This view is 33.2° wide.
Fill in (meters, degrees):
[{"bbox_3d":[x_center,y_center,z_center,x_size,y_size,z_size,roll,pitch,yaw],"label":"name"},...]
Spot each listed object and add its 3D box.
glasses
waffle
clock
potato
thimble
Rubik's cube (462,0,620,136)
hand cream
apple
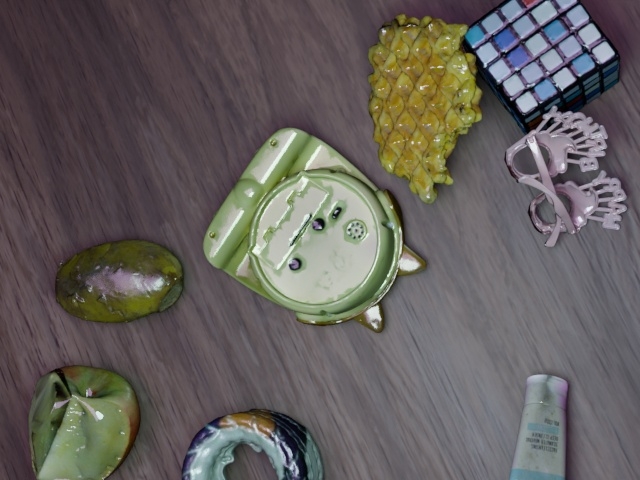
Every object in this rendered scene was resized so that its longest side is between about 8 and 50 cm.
[{"bbox_3d":[0.395,-0.093,1.699,0.162,0.095,0.255,-24,121,12],"label":"glasses"},{"bbox_3d":[0.166,-0.224,1.753,0.281,0.058,0.301,41,133,48],"label":"waffle"},{"bbox_3d":[0.000,0.000,1.835,0.348,0.117,0.286,35,95,16],"label":"clock"},{"bbox_3d":[-0.361,0.073,1.930,0.251,0.113,0.150,-5,80,17],"label":"potato"},{"bbox_3d":[-0.121,0.402,1.816,0.237,0.150,0.238,-1,87,15],"label":"thimble"},{"bbox_3d":[0.355,-0.293,1.731,0.187,0.182,0.184,-34,77,9],"label":"Rubik's cube"},{"bbox_3d":[0.335,0.365,1.670,0.111,0.070,0.312,7,62,7],"label":"hand cream"},{"bbox_3d":[-0.421,0.325,1.896,0.207,0.174,0.188,21,110,14],"label":"apple"}]
